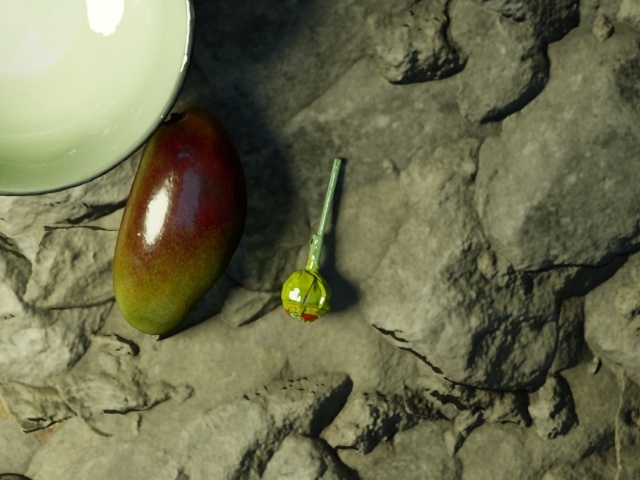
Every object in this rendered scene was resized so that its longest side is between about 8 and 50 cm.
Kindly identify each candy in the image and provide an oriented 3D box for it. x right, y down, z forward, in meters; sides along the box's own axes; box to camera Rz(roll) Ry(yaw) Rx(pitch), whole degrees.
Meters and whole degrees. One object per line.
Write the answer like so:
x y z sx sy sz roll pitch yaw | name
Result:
0.000 0.000 1.714 0.058 0.062 0.194 15 93 29 | candy

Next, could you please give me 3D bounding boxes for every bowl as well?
-0.312 -0.234 1.501 0.354 0.185 0.354 -3 105 -12 | bowl

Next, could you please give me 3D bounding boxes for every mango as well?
-0.153 -0.013 1.639 0.133 0.111 0.267 8 108 -27 | mango
